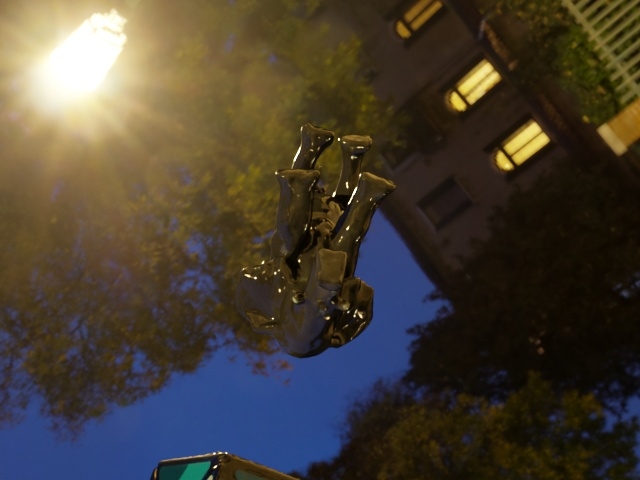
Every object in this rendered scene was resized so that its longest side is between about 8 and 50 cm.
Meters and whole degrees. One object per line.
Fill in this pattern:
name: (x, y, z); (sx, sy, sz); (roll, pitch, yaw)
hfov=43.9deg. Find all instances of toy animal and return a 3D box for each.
toy animal: (0.005, 0.002, 0.662); (0.115, 0.146, 0.245); (20, -155, 3)

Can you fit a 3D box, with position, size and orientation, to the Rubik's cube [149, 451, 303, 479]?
Rubik's cube: (-0.105, 0.433, 1.022); (0.248, 0.250, 0.246); (29, -120, -21)
